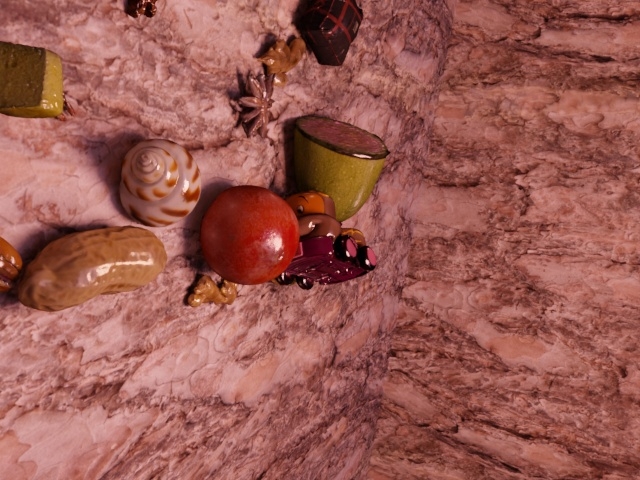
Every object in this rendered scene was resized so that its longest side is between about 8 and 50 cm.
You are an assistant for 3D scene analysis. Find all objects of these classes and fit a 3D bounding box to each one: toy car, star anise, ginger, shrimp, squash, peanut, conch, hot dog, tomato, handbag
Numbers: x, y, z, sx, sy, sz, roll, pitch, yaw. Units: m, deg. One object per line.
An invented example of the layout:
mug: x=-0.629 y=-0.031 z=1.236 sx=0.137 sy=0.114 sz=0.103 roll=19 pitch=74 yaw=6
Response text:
toy car: x=0.000 y=0.000 z=1.819 sx=0.340 sy=0.271 sz=0.241 roll=25 pitch=52 yaw=-54
star anise: x=-0.172 y=-0.366 z=1.633 sx=0.182 sy=0.065 sz=0.195 roll=-53 pitch=147 yaw=-47
ginger: x=-0.100 y=-0.523 z=1.702 sx=0.214 sy=0.058 sz=0.133 roll=-58 pitch=153 yaw=-30
shrimp: x=-0.481 y=-0.250 z=1.105 sx=0.038 sy=0.029 sz=0.092 roll=-65 pitch=155 yaw=-25
squash: x=0.026 y=-0.199 z=1.915 sx=0.310 sy=0.310 sz=0.309 roll=-28 pitch=143 yaw=-57
star anise: x=-0.343 y=-0.531 z=1.191 sx=0.097 sy=0.070 sz=0.191 roll=-36 pitch=146 yaw=-39
peanut: x=-0.447 y=0.052 z=1.199 sx=0.325 sy=0.140 sz=0.153 roll=-23 pitch=165 yaw=-50
conch: x=-0.344 y=-0.127 z=1.299 sx=0.275 sy=0.148 sz=0.183 roll=45 pitch=57 yaw=-63
hot dog: x=-0.566 y=0.033 z=1.034 sx=0.090 sy=0.060 sz=0.140 roll=-65 pitch=148 yaw=-32
ginger: x=-0.279 y=0.133 z=1.662 sx=0.193 sy=0.052 sz=0.176 roll=-62 pitch=145 yaw=-29
tomato: x=-0.178 y=-0.012 z=1.576 sx=0.265 sy=0.264 sz=0.265 roll=-38 pitch=134 yaw=-52
handbag: x=0.030 y=-0.654 z=1.791 sx=0.169 sy=0.155 sz=0.216 roll=38 pitch=69 yaw=-52

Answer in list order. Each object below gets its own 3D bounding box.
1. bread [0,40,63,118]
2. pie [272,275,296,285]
bread: x=-0.487 y=-0.256 z=0.993 sx=0.111 sy=0.129 sz=0.115 roll=-166 pitch=-96 yaw=-80
pie: x=-0.103 y=0.050 z=1.938 sx=0.179 sy=0.084 sz=0.205 roll=-55 pitch=142 yaw=-36
